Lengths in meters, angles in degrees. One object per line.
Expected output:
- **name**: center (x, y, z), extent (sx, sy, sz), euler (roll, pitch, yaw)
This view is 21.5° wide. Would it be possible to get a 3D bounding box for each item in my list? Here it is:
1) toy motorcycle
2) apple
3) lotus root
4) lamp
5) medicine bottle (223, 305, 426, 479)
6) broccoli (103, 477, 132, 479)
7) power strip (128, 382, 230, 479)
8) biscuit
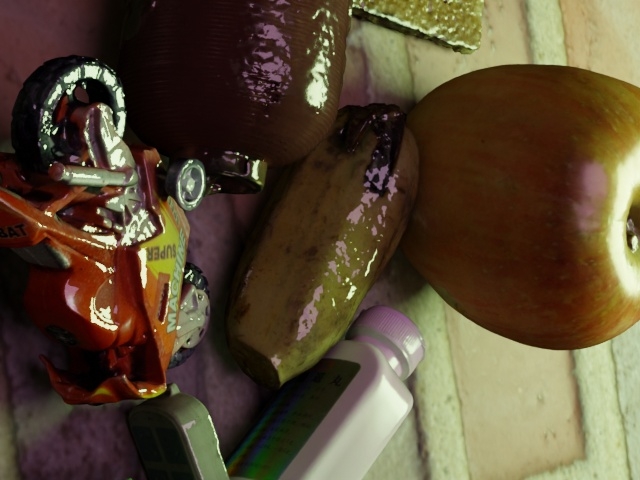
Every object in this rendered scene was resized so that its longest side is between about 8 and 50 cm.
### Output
- **toy motorcycle**: center (-0.152, 0.013, 1.182), extent (0.171, 0.089, 0.298), euler (-54, 143, -28)
- **apple**: center (0.182, -0.033, 1.434), extent (0.242, 0.241, 0.242), euler (-14, 111, -43)
- **lotus root**: center (0.000, 0.000, 1.352), extent (0.258, 0.110, 0.097), euler (-61, 163, -21)
- **lamp**: center (-0.066, -0.153, 1.275), extent (0.180, 0.180, 0.258), euler (15, 77, -39)
- **medicine bottle**: center (0.004, 0.144, 1.326), extent (0.078, 0.115, 0.219), euler (54, 54, -21)
- **broccoli**: center (-0.099, 0.360, 1.100), extent (0.413, 0.310, 0.321), euler (45, 43, 14)
- **power strip**: center (-0.087, 0.216, 1.263), extent (0.029, 0.080, 0.227), euler (-26, 101, -37)
- **biscuit**: center (0.058, -0.252, 1.480), extent (0.237, 0.026, 0.131), euler (14, 74, -38)
